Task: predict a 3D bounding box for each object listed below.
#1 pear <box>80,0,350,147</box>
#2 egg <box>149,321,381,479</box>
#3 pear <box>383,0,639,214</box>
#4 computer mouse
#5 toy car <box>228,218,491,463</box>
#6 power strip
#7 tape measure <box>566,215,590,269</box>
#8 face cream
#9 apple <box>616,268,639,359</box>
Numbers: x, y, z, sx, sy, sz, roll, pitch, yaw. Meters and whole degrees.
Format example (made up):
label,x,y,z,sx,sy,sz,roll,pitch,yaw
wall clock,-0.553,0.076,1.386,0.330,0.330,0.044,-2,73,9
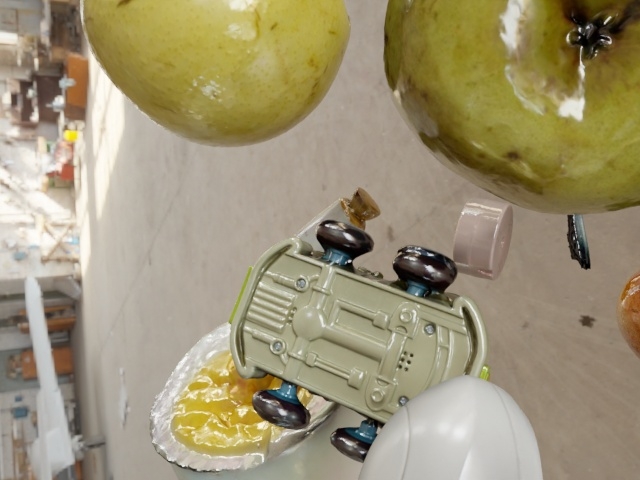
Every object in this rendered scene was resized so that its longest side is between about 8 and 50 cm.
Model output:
label,x,y,z,sx,sy,sz,roll,pitch,yaw
pear,-0.134,-0.295,0.857,0.348,0.348,0.348,13,105,63
egg,-0.039,0.322,1.019,0.354,0.355,0.339,40,158,57
pear,0.211,-0.169,0.532,0.304,0.304,0.303,13,105,63
computer mouse,0.075,0.235,0.401,0.184,0.121,0.296,85,-172,-76
toy car,0.053,0.104,0.659,0.248,0.198,0.204,19,86,22
power strip,0.309,-0.006,1.207,0.078,0.154,0.154,11,106,27
tape measure,0.449,-0.146,0.972,0.215,0.098,0.351,-22,65,48
face cream,0.000,0.000,0.870,0.182,0.051,0.072,-40,37,20
apple,0.531,0.105,0.854,0.235,0.210,0.173,-27,46,32
